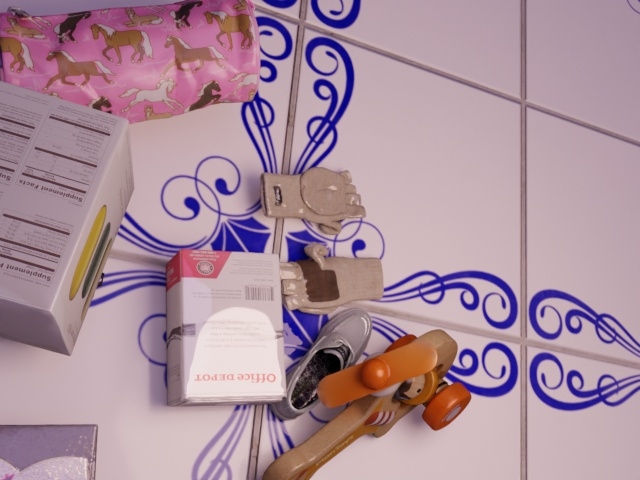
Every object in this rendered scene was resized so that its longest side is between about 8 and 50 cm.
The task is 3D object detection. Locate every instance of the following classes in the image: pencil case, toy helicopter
[{"bbox_3d":[-0.277,-0.260,1.148,0.386,0.167,0.160,-11,54,-20],"label":"pencil case"},{"bbox_3d":[0.063,0.253,1.165,0.355,0.235,0.140,-36,62,-14],"label":"toy helicopter"}]

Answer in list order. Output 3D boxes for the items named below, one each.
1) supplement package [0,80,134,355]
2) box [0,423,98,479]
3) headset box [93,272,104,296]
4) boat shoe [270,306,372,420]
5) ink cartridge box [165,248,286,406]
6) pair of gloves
[{"bbox_3d":[-0.374,-0.025,1.002,0.198,0.199,0.262,16,65,-3],"label":"supplement package"},{"bbox_3d":[-0.404,0.305,0.944,0.247,0.142,0.163,6,72,-25],"label":"box"},{"bbox_3d":[-0.348,0.047,1.117,0.083,0.032,0.062,16,68,-20],"label":"headset box"},{"bbox_3d":[0.016,0.188,1.225,0.079,0.081,0.227,48,62,-7],"label":"boat shoe"},{"bbox_3d":[-0.140,0.131,1.161,0.159,0.092,0.217,4,71,-25],"label":"ink cartridge box"},{"bbox_3d":[0.000,0.000,1.299,0.204,0.042,0.240,-9,85,-35],"label":"pair of gloves"}]
